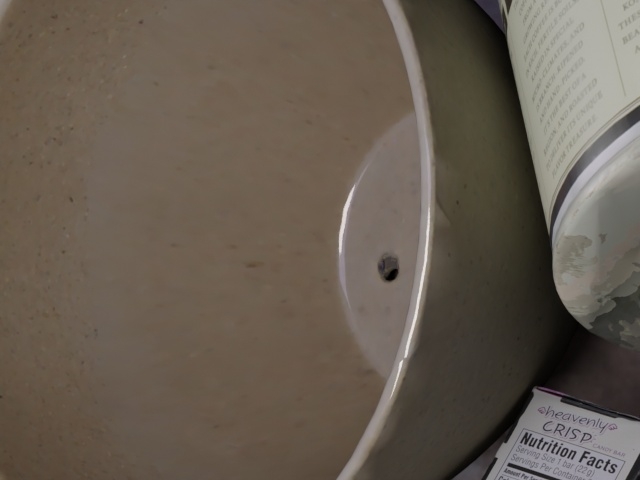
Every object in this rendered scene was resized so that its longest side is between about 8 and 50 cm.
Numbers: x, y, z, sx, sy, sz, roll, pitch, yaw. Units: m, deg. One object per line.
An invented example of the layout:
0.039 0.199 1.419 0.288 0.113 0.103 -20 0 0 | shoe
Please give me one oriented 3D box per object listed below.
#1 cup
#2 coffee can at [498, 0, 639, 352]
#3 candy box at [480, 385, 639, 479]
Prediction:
0.000 0.000 0.783 0.331 0.237 0.331 -6 81 43 | cup
0.168 -0.118 0.645 0.201 0.201 0.275 -30 51 32 | coffee can
0.090 0.205 0.697 0.071 0.159 0.233 16 60 36 | candy box
